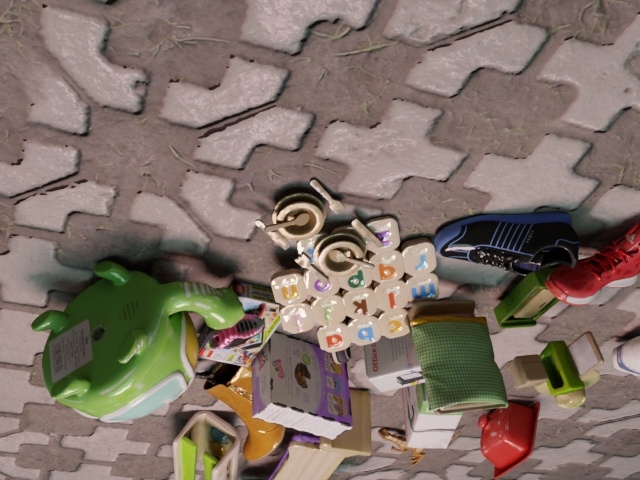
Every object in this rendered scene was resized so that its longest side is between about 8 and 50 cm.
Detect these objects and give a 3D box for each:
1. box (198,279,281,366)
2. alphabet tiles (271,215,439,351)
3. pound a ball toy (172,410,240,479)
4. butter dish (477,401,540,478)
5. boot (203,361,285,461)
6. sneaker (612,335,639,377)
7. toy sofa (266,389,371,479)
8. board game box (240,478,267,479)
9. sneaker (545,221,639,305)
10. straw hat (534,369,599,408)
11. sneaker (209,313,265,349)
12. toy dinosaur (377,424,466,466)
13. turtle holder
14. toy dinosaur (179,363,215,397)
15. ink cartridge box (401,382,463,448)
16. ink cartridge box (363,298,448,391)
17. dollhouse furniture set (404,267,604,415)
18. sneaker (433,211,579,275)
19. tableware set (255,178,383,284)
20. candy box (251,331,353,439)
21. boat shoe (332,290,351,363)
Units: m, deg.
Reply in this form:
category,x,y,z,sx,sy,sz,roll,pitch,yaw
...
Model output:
category,x,y,z,sx,sy,sz,roll,pitch,yaw
box,-0.148,0.159,1.565,0.114,0.036,0.207,14,135,-22
alphabet tiles,0.062,0.079,1.447,0.284,0.021,0.278,-13,129,-1
pound a ball toy,-0.227,0.549,1.988,0.208,0.136,0.319,30,146,15
butter dish,0.418,0.442,1.935,0.118,0.160,0.160,30,137,-5
boot,-0.159,0.348,1.779,0.211,0.104,0.295,24,124,-23
sneaker,0.735,0.249,1.735,0.296,0.112,0.131,19,155,-25
toy sofa,-0.019,0.475,1.922,0.177,0.150,0.362,11,141,-11
board game box,-0.061,0.669,2.112,0.193,0.053,0.305,10,176,-28
sneaker,0.475,0.026,1.390,0.221,0.087,0.128,-16,143,-36
straw hat,0.552,0.338,1.853,0.144,0.061,0.144,-2,144,-2
sneaker,-0.144,0.170,1.521,0.119,0.047,0.057,-23,148,26
toy dinosaur,0.243,0.501,2.048,0.211,0.064,0.112,3,142,-9
turtle holder,-0.311,0.168,1.444,0.320,0.243,0.227,-52,139,-9
toy dinosaur,-0.277,0.249,1.676,0.118,0.064,0.268,-7,146,12
ink cartridge box,0.227,0.309,1.706,0.092,0.160,0.219,1,143,-4
ink cartridge box,0.175,0.200,1.584,0.175,0.127,0.072,-17,144,19
dollhouse furniture set,0.320,0.171,1.446,0.301,0.198,0.151,-1,148,-26
sneaker,0.306,0.012,1.370,0.232,0.090,0.081,-8,143,5
tableware set,0.000,0.000,1.331,0.128,0.039,0.194,-35,126,18
candy box,-0.038,0.284,1.648,0.196,0.165,0.070,23,134,-30
boat shoe,0.048,0.166,1.573,0.065,0.075,0.206,-6,138,5
